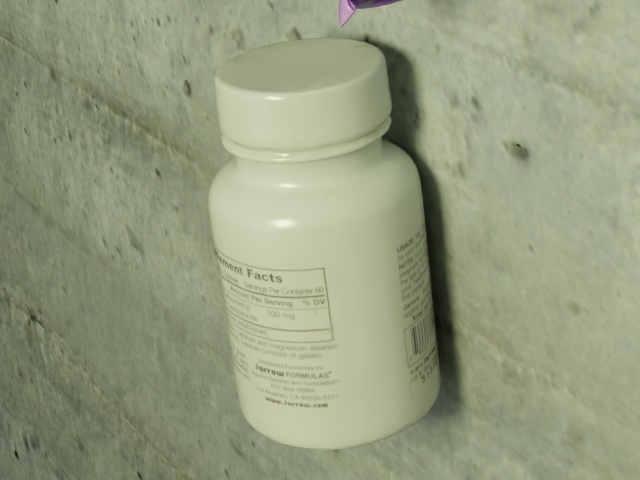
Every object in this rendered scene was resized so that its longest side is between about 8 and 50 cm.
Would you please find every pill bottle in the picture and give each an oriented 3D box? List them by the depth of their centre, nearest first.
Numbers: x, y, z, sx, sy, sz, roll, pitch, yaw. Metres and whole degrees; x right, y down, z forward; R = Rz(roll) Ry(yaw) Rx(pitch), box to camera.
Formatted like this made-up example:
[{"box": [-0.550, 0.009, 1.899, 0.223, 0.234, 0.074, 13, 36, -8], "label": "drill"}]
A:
[{"box": [0.000, 0.000, 1.006, 0.131, 0.131, 0.229, 32, 135, 54], "label": "pill bottle"}]

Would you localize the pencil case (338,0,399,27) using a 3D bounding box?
[{"box": [0.012, -0.223, 0.870, 0.206, 0.088, 0.086, 66, 157, 9], "label": "pencil case"}]
